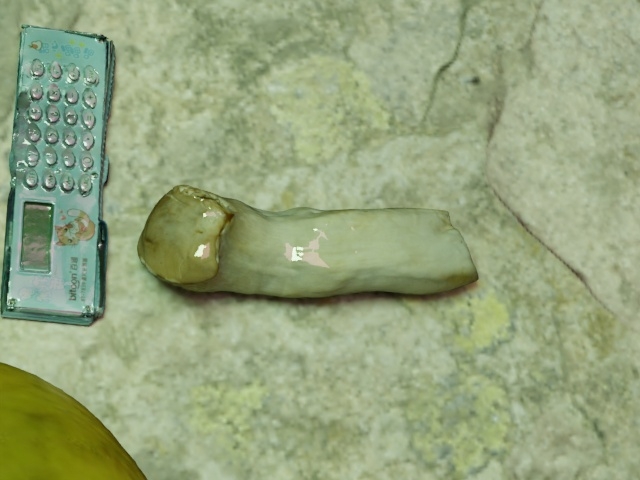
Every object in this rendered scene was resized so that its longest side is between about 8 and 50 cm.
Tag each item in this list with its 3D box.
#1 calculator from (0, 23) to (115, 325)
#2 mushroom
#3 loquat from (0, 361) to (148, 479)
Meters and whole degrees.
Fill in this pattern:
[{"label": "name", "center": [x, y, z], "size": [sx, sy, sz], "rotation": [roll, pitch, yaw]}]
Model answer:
[{"label": "calculator", "center": [-0.142, -0.038, 0.901], "size": [0.057, 0.018, 0.172], "rotation": [6, 69, -15]}, {"label": "mushroom", "center": [0.001, 0.003, 0.915], "size": [0.202, 0.054, 0.059], "rotation": [4, 72, -23]}, {"label": "loquat", "center": [-0.150, 0.158, 0.728], "size": [0.246, 0.213, 0.213], "rotation": [15, 64, -37]}]
